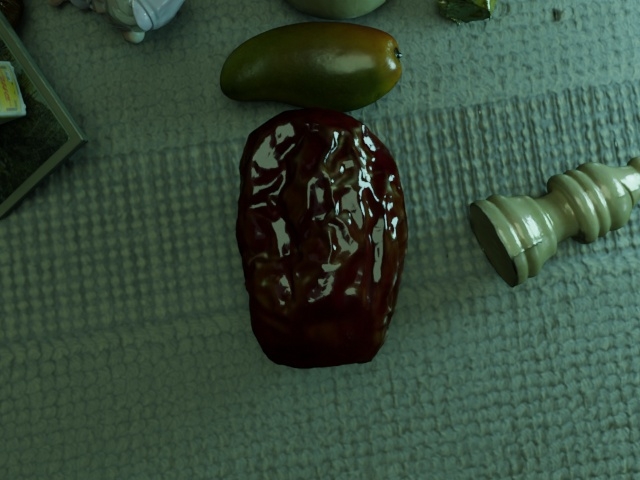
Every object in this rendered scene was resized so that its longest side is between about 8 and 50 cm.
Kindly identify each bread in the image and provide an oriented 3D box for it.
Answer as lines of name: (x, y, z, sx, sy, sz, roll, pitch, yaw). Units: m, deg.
bread: (0.276, -0.498, 1.220, 0.087, 0.098, 0.269, 24, 83, -40)

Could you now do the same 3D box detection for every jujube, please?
jujube: (0.000, -0.001, 1.084, 0.276, 0.276, 0.377, 3, 87, 0)

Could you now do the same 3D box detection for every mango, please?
mango: (-0.013, -0.283, 1.177, 0.289, 0.129, 0.146, 7, 94, 4)

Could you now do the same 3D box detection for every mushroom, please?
mushroom: (-0.550, -0.378, 1.204, 0.126, 0.085, 0.109, 30, 98, 28)

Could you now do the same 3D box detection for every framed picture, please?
framed picture: (-0.539, -0.223, 1.168, 0.240, 0.020, 0.324, -34, 89, 22)

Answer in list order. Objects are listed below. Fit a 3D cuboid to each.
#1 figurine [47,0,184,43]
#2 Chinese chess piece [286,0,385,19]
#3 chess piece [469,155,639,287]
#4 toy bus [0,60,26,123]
figurine: (-0.337, -0.417, 1.176, 0.276, 0.200, 0.133, 23, 66, 26)
Chinese chess piece: (0.026, -0.490, 1.199, 0.249, 0.103, 0.250, 0, 78, -1)
chess piece: (0.408, -0.057, 1.174, 0.307, 0.124, 0.139, -25, 53, -6)
toy bus: (-0.618, -0.186, 1.118, 0.342, 0.138, 0.097, -12, 100, 19)
